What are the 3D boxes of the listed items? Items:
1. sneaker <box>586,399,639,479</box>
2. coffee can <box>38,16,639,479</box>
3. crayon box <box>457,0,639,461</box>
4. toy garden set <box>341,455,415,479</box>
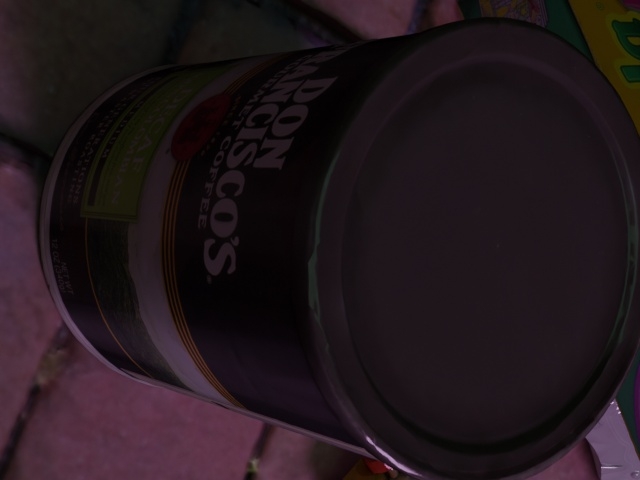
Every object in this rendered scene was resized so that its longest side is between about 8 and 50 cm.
[{"bbox_3d":[0.240,0.133,0.913,0.095,0.090,0.235,-91,159,-50],"label":"sneaker"},{"bbox_3d":[0.000,0.000,0.617,0.201,0.275,0.201,-2,94,-35],"label":"coffee can"},{"bbox_3d":[0.296,-0.039,0.831,0.313,0.106,0.363,-4,66,-35],"label":"crayon box"},{"bbox_3d":[0.017,0.266,0.789,0.244,0.049,0.204,-41,116,-25],"label":"toy garden set"}]
